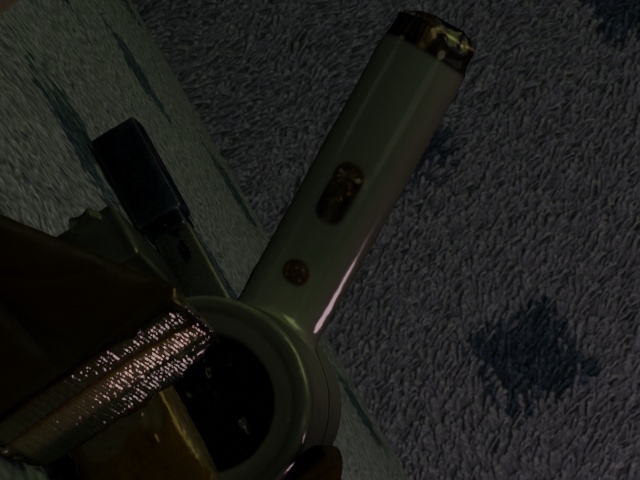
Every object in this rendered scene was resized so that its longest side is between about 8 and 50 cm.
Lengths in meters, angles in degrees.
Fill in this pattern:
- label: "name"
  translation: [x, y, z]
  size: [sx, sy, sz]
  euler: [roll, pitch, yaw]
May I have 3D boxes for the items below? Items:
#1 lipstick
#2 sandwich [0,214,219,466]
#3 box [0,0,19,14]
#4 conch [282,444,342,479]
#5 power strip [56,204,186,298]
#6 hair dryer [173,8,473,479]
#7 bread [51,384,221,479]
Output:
- label: "lipstick"
  translation: [-0.122, 0.029, 1.831]
  size: [0.312, 0.051, 0.051]
  euler: [60, 1, 14]
- label: "sandwich"
  translation: [-0.136, 0.008, 0.920]
  size: [0.163, 0.113, 0.079]
  euler: [59, 2, 25]
- label: "box"
  translation: [-0.244, -0.238, 1.160]
  size: [0.212, 0.168, 0.095]
  euler: [57, -2, -39]
- label: "conch"
  translation: [-0.033, 0.170, 1.007]
  size: [0.080, 0.086, 0.233]
  euler: [42, 43, -21]
- label: "power strip"
  translation: [-0.130, 0.034, 1.219]
  size: [0.042, 0.075, 0.175]
  euler: [57, 2, 22]
- label: "hair dryer"
  translation: [0.000, 0.000, 1.213]
  size: [0.128, 0.362, 0.203]
  euler: [29, -2, 9]
- label: "bread"
  translation: [-0.111, 0.090, 1.012]
  size: [0.149, 0.073, 0.122]
  euler: [61, -3, 4]
